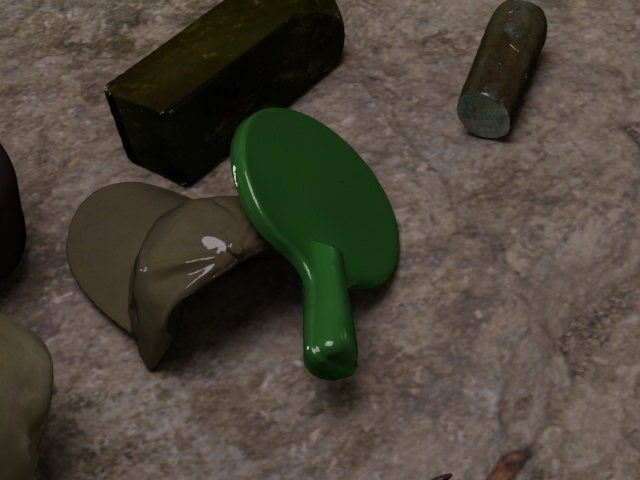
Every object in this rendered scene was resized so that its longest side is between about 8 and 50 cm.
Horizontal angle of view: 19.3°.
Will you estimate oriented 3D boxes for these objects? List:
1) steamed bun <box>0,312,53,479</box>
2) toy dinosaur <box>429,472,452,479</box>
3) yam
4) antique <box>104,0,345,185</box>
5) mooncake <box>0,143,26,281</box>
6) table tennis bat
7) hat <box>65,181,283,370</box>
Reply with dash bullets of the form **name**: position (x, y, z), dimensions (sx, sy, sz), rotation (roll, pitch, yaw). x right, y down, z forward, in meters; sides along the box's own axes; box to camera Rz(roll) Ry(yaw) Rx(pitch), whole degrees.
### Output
- **steamed bun**: position (-0.352, 0.149, 1.236), dimensions (0.352, 0.247, 0.339), rotation (-8, 43, -1)
- **toy dinosaur**: position (0.046, 0.204, 1.234), dimensions (0.220, 0.032, 0.108), rotation (-5, 38, -5)
- **yam**: position (0.152, -0.143, 1.572), dimensions (0.054, 0.054, 0.132), rotation (6, 46, 20)
- **antique**: position (-0.074, -0.149, 1.613), dimensions (0.081, 0.080, 0.221), rotation (25, 54, 37)
- **mooncake**: position (-0.358, -0.022, 1.496), dimensions (0.244, 0.133, 0.245), rotation (-2, 39, 2)
- **table tennis bat**: position (0.000, 0.000, 1.402), dimensions (0.039, 0.160, 0.257), rotation (-43, 35, 32)
- **hat**: position (-0.118, -0.011, 1.449), dimensions (0.173, 0.144, 0.166), rotation (42, 61, 18)
